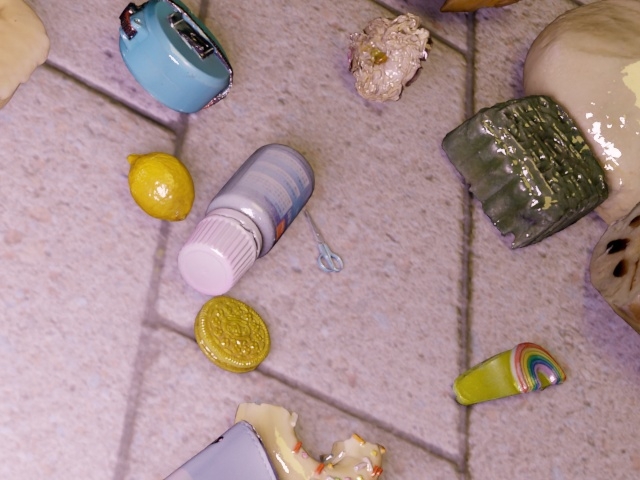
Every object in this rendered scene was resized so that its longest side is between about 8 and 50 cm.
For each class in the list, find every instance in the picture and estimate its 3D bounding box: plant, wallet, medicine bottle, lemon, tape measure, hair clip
[{"bbox_3d":[0.094,-0.228,2.028,0.104,0.116,0.122,66,21,1],"label":"plant"},{"bbox_3d":[-0.111,0.282,1.453,0.231,0.069,0.170,-32,99,-47],"label":"wallet"},{"bbox_3d":[-0.079,-0.022,1.717,0.083,0.083,0.203,44,40,-4],"label":"medicine bottle"},{"bbox_3d":[-0.166,-0.058,1.683,0.092,0.065,0.065,48,39,16],"label":"lemon"},{"bbox_3d":[-0.162,-0.203,1.789,0.146,0.081,0.125,47,22,-5],"label":"tape measure"},{"bbox_3d":[0.218,0.153,1.878,0.188,0.033,0.060,-11,66,-46],"label":"hair clip"}]

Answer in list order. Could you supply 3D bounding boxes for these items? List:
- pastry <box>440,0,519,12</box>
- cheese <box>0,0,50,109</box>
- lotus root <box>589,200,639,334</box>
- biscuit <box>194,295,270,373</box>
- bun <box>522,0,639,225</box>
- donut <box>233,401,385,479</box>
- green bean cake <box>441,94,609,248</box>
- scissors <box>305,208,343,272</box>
[{"bbox_3d":[0.177,-0.461,2.248,0.356,0.164,0.356,22,43,-21],"label":"pastry"},{"bbox_3d":[-0.424,-0.182,1.523,0.384,0.104,0.384,22,46,-26],"label":"cheese"},{"bbox_3d":[0.529,0.088,2.064,0.346,0.250,0.250,42,40,-14],"label":"lotus root"},{"bbox_3d":[-0.090,0.095,1.658,0.084,0.023,0.084,23,45,-25],"label":"biscuit"},{"bbox_3d":[0.462,-0.185,2.240,0.364,0.202,0.364,21,48,-26],"label":"bun"},{"bbox_3d":[-0.010,0.222,1.592,0.166,0.065,0.108,27,44,-23],"label":"donut"},{"bbox_3d":[0.267,-0.096,2.076,0.173,0.094,0.181,-18,72,-49],"label":"green bean cake"},{"bbox_3d":[0.000,0.000,1.828,0.036,0.006,0.083,-1,59,-45],"label":"scissors"}]
